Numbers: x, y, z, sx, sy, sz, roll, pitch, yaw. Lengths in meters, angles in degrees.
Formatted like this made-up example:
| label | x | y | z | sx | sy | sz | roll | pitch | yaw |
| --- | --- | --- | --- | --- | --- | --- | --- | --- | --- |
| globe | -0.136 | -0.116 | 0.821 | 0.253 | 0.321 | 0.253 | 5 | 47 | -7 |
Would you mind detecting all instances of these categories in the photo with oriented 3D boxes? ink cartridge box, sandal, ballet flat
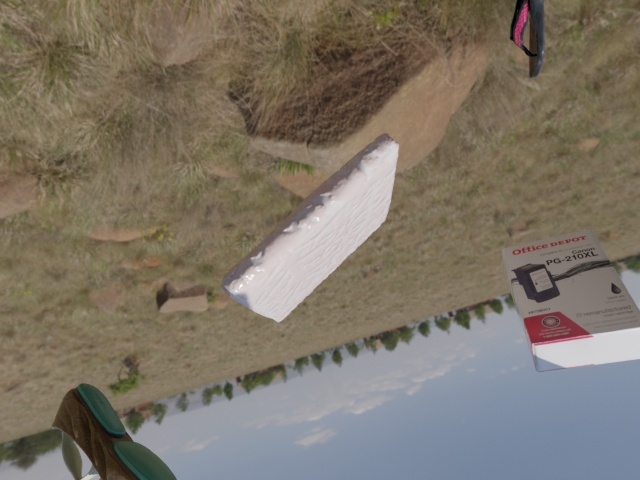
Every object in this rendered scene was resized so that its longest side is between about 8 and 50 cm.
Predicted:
| label | x | y | z | sx | sy | sz | roll | pitch | yaw |
| --- | --- | --- | --- | --- | --- | --- | --- | --- | --- |
| ink cartridge box | 0.455 | 0.105 | 0.794 | 0.172 | 0.237 | 0.100 | -15 | 129 | 19 |
| sandal | 0.282 | -0.313 | 0.588 | 0.040 | 0.067 | 0.179 | -9 | 129 | 20 |
| ballet flat | -0.408 | 0.417 | 0.813 | 0.124 | 0.342 | 0.116 | -55 | 153 | -12 |

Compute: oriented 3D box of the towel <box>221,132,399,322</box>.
| label | x | y | z | sx | sy | sz | roll | pitch | yaw |
| --- | --- | --- | --- | --- | --- | --- | --- | --- | --- |
| towel | 0.000 | 0.000 | 0.753 | 0.332 | 0.053 | 0.317 | -44 | 164 | -8 |
